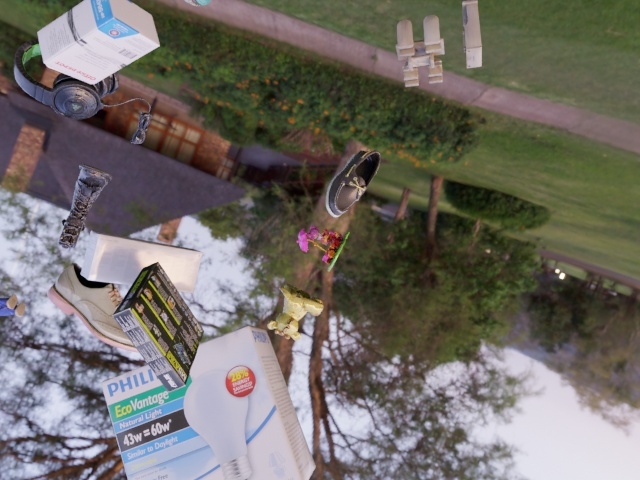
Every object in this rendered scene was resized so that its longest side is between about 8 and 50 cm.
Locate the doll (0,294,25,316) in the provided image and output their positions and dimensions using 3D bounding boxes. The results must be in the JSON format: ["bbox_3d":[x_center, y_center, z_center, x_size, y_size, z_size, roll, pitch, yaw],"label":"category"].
[{"bbox_3d":[-0.873,0.174,1.488,0.189,0.046,0.129,-8,138,6],"label":"doll"}]

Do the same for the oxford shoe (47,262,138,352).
[{"bbox_3d":[-0.701,0.226,1.898,0.397,0.146,0.140,34,-171,-4],"label":"oxford shoe"}]

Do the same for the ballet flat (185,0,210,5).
[{"bbox_3d":[-0.317,-0.992,1.863,0.182,0.482,0.164,44,-171,15],"label":"ballet flat"}]

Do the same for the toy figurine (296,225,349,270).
[{"bbox_3d":[0.000,0.000,2.052,0.159,0.173,0.130,28,148,0],"label":"toy figurine"}]

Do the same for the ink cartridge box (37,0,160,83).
[{"bbox_3d":[-0.482,-0.438,1.254,0.203,0.085,0.148,-21,169,19],"label":"ink cartridge box"}]

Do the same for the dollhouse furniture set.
[{"bbox_3d":[0.348,-0.596,1.713,0.242,0.160,0.212,-4,163,14],"label":"dollhouse furniture set"}]

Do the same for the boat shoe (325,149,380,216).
[{"bbox_3d":[0.087,-0.155,1.497,0.069,0.227,0.081,-12,129,46],"label":"boat shoe"}]

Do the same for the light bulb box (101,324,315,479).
[{"bbox_3d":[-0.245,0.423,1.312,0.358,0.360,0.225,-22,167,0],"label":"light bulb box"}]

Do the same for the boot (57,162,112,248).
[{"bbox_3d":[-0.692,-0.088,1.669,0.091,0.228,0.263,21,160,-19],"label":"boot"}]

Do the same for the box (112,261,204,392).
[{"bbox_3d":[-0.304,0.162,1.113,0.184,0.045,0.190,-84,-31,-63],"label":"box"}]

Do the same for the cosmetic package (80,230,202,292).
[{"bbox_3d":[-0.384,0.048,1.255,0.239,0.098,0.060,13,-177,-39],"label":"cosmetic package"}]

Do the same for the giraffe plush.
[{"bbox_3d":[-0.102,0.276,2.147,0.182,0.170,0.210,27,-176,14],"label":"giraffe plush"}]

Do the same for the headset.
[{"bbox_3d":[-0.681,-0.429,1.676,0.394,0.243,0.185,26,134,-10],"label":"headset"}]
